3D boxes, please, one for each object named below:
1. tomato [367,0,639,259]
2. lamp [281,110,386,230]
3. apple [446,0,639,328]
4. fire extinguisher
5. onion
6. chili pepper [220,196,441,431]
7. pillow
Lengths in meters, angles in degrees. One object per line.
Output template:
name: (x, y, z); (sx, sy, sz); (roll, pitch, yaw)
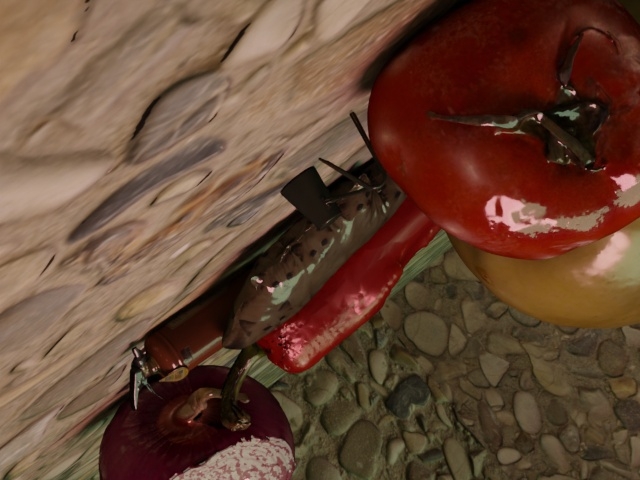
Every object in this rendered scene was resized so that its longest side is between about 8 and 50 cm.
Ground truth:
tomato: (0.122, -0.069, 0.723); (0.187, 0.187, 0.151); (-36, -166, -16)
lamp: (0.010, -0.037, 0.815); (0.041, 0.054, 0.121); (-36, 174, -21)
apple: (0.208, -0.064, 0.910); (0.262, 0.262, 0.262); (-37, 174, -5)
fire extinguisher: (-0.102, 0.082, 1.035); (0.177, 0.050, 0.062); (-35, 128, -24)
onion: (-0.144, 0.228, 1.296); (0.207, 0.200, 0.200); (-48, 174, -3)
chili pepper: (0.024, 0.031, 1.185); (0.387, 0.110, 0.110); (-43, 174, -4)
pillow: (-0.001, 0.001, 0.998); (0.241, 0.051, 0.093); (-44, 158, -9)
